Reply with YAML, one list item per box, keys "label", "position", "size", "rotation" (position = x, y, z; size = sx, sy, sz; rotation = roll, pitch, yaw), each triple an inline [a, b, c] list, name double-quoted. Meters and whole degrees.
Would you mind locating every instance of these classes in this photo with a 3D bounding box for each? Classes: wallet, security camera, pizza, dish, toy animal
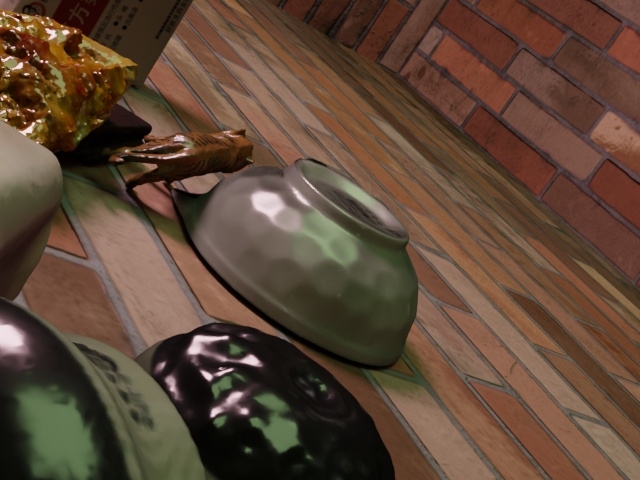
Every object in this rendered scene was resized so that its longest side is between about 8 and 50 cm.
- label: "wallet"
  position: [-0.303, -0.162, 1.200]
  size: [0.229, 0.049, 0.182]
  rotation: [35, 15, 9]
- label: "security camera"
  position: [-0.082, 0.126, 0.491]
  size: [0.197, 0.191, 0.277]
  rotation: [42, 15, 30]
- label: "pizza"
  position: [-0.284, -0.146, 1.016]
  size: [0.336, 0.086, 0.226]
  rotation: [3, 33, -45]
- label: "dish"
  position: [0.000, 0.000, 1.204]
  size: [0.303, 0.120, 0.303]
  rotation: [33, 15, -10]
- label: "toy animal"
  position: [-0.145, -0.090, 1.196]
  size: [0.241, 0.099, 0.056]
  rotation: [-18, 98, -74]

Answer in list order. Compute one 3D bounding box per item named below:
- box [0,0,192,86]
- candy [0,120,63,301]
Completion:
- label: "box"
  position: [-0.232, -0.386, 1.449]
  size: [0.214, 0.353, 0.069]
  rotation: [21, 18, -41]
- label: "candy"
  position: [-0.333, -0.061, 0.618]
  size: [0.359, 0.145, 0.208]
  rotation: [32, 15, -4]
